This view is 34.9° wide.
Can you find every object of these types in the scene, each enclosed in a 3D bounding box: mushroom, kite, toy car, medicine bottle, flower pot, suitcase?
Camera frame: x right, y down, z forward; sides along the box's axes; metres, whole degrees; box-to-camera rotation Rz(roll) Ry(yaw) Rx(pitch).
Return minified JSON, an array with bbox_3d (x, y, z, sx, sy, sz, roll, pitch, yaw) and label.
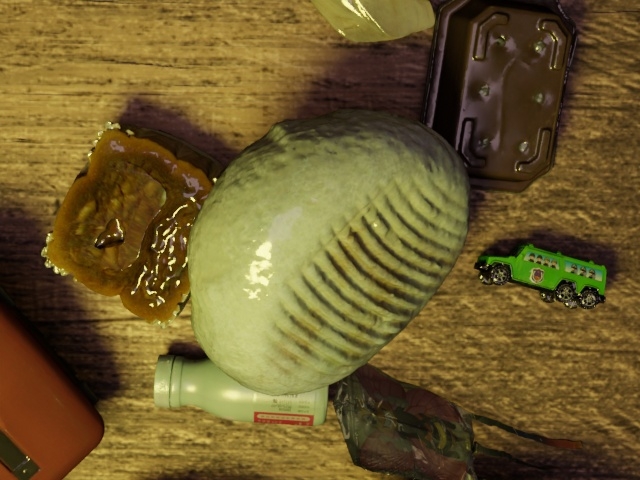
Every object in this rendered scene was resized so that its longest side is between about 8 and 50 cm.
[{"bbox_3d":[0.024,-0.321,1.191,0.108,0.096,0.247,-36,97,32],"label":"mushroom"},{"bbox_3d":[0.180,0.257,1.271,0.360,0.204,0.022,19,120,-11],"label":"kite"},{"bbox_3d":[0.277,0.042,1.281,0.165,0.071,0.062,15,86,-4],"label":"toy car"},{"bbox_3d":[-0.099,0.184,1.289,0.216,0.090,0.090,4,101,-1],"label":"medicine bottle"},{"bbox_3d":[0.220,-0.177,1.220,0.179,0.084,0.251,6,102,-7],"label":"flower pot"},{"bbox_3d":[-0.418,0.183,1.184,0.236,0.161,0.297,-42,126,-16],"label":"suitcase"}]

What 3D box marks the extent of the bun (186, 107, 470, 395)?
[{"bbox_3d":[0.000,0.000,1.158,0.362,0.211,0.362,-23,137,-24],"label":"bun"}]

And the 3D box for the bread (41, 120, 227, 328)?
[{"bbox_3d":[-0.216,-0.023,1.236,0.192,0.110,0.210,29,99,-5],"label":"bread"}]
